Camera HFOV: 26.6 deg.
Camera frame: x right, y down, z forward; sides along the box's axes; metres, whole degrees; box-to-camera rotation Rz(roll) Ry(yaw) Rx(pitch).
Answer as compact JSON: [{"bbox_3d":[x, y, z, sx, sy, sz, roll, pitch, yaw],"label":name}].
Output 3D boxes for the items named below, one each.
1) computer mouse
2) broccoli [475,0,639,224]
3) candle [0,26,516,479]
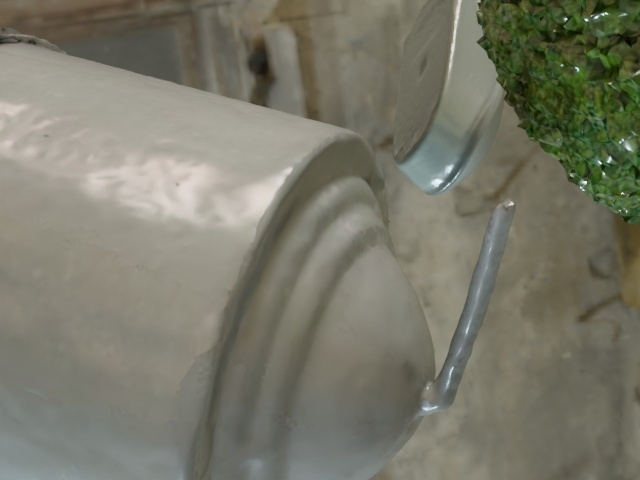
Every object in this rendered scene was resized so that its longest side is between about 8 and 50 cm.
[{"bbox_3d":[0.123,-0.145,1.270,0.128,0.079,0.231,-45,32,52],"label":"computer mouse"},{"bbox_3d":[0.235,-0.115,0.585,0.310,0.413,0.321,100,-170,-60],"label":"broccoli"},{"bbox_3d":[-0.090,0.031,0.622,0.342,0.221,0.221,18,128,20],"label":"candle"}]
